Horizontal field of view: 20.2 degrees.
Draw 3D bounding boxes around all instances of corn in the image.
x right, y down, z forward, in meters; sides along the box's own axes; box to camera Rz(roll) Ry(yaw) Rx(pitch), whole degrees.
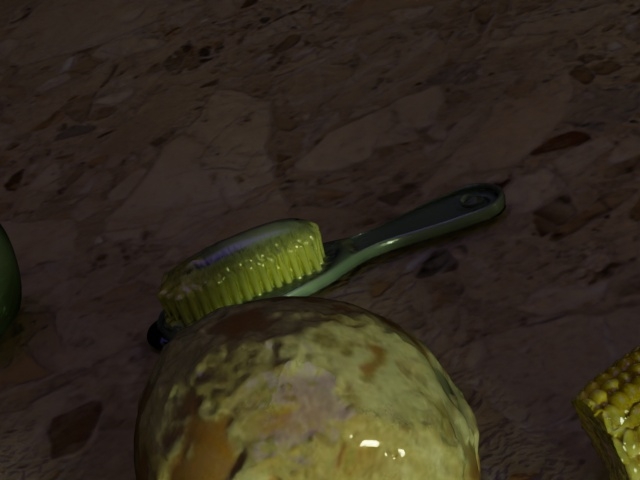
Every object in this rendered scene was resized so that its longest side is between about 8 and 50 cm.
[{"bbox_3d":[0.264,0.071,1.072,0.244,0.093,0.093,-25,30,-17],"label":"corn"}]

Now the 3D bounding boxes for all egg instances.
[{"bbox_3d":[-0.011,0.124,1.022,0.195,0.195,0.233,-31,21,-25],"label":"egg"}]

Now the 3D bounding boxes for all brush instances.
[{"bbox_3d":[0.000,0.000,1.360,0.297,0.060,0.068,-22,27,-10],"label":"brush"}]

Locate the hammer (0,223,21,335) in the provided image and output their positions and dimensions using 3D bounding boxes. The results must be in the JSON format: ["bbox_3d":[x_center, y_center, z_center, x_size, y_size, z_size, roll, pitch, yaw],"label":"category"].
[{"bbox_3d":[-0.329,0.105,1.307,0.206,0.119,0.335,-14,36,5],"label":"hammer"}]
